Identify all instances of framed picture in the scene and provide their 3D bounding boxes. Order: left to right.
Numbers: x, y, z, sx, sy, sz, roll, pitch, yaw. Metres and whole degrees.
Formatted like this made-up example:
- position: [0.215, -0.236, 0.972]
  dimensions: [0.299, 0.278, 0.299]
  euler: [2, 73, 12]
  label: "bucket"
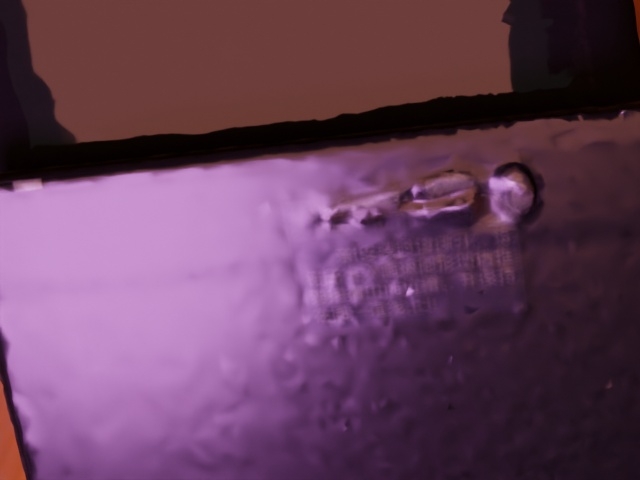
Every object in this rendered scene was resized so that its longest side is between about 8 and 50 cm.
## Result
- position: [0.038, 0.126, 0.436]
  dimensions: [0.255, 0.014, 0.338]
  euler: [-6, 110, 9]
  label: "framed picture"

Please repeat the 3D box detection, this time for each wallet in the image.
- position: [0.000, 0.000, 0.444]
  dimensions: [0.228, 0.062, 0.406]
  euler: [-9, 105, 9]
  label: "wallet"
